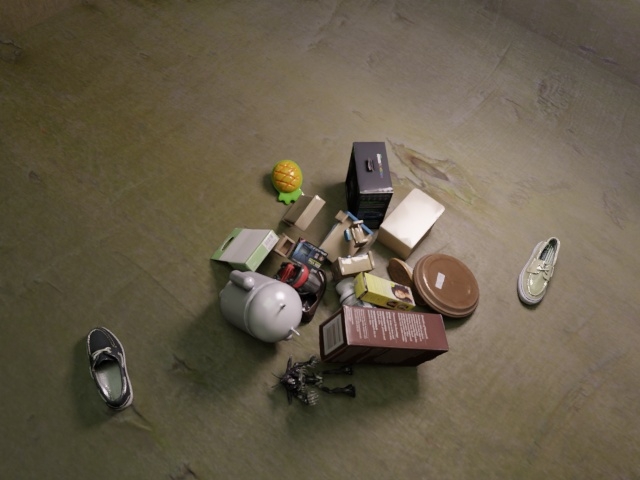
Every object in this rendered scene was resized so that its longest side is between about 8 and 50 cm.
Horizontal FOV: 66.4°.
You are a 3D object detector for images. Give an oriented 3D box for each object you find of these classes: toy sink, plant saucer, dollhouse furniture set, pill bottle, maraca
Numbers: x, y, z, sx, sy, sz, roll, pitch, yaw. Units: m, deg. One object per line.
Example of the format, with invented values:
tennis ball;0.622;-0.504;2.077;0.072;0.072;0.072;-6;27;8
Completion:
toy sink;0.356;-0.063;1.940;0.153;0.131;0.234;37;69;15
plant saucer;0.481;0.159;1.836;0.278;0.041;0.277;11;53;-15
dollhouse furniture set;0.000;0.000;1.913;0.303;0.198;0.286;38;85;-18
pill bottle;0.132;0.228;1.770;0.108;0.108;0.180;-22;65;-16
dollhouse furniture set;0.102;0.041;1.798;0.130;0.129;0.183;-10;76;-16
maraca;-0.135;-0.242;2.022;0.127;0.099;0.185;-12;87;0

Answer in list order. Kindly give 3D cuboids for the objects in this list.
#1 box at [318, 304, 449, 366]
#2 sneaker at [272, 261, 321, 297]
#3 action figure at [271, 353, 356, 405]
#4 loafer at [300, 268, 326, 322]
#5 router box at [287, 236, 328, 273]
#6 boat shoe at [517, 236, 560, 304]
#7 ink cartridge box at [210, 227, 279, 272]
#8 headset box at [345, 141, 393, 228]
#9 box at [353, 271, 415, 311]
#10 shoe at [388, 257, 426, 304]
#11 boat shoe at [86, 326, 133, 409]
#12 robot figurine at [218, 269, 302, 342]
box;0.206;0.320;1.609;0.382;0.191;0.143;11;57;-24
sneaker;-0.080;0.143;1.741;0.135;0.276;0.097;33;77;-19
action figure;-0.024;0.458;1.612;0.276;0.141;0.163;0;72;-6
loafer;-0.025;0.191;1.793;0.080;0.078;0.220;14;61;3
router box;-0.046;0.057;1.781;0.123;0.038;0.092;31;88;-19
boat shoe;0.851;0.109;1.904;0.109;0.094;0.302;25;62;9
ink cartridge box;-0.288;0.032;1.838;0.235;0.056;0.171;2;48;47
headset box;0.187;-0.219;1.925;0.131;0.283;0.246;-1;62;-6
box;0.230;0.189;1.760;0.232;0.058;0.087;18;41;-28
shoe;0.341;0.155;1.860;0.058;0.076;0.219;-8;54;-51
boat shoe;-0.699;0.407;1.609;0.114;0.091;0.302;-28;67;-19
robot figurine;-0.199;0.221;1.642;0.354;0.300;0.199;13;54;49
